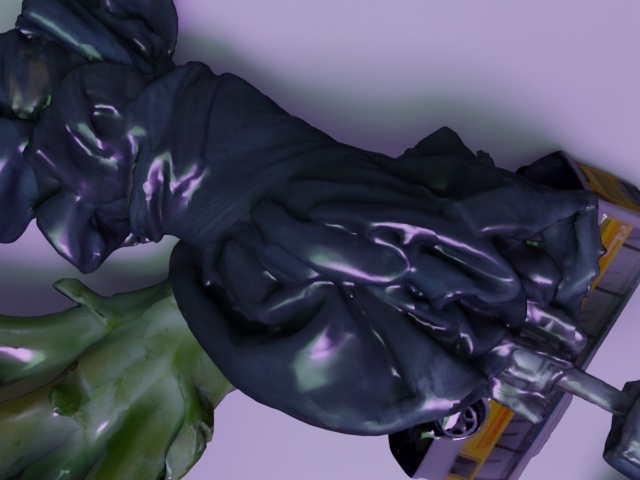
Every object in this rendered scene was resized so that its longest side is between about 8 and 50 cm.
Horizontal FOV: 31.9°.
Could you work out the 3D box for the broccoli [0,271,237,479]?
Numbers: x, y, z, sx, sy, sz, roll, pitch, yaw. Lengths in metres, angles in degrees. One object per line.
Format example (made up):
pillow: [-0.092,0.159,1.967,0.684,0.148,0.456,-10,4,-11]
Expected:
broccoli: [-0.158,0.096,0.516,0.269,0.254,0.269,1,88,-20]

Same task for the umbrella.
umbrella: [0.001,-0.002,0.465,0.349,0.094,0.143,30,91,10]

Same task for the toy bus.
toy bus: [0.096,0.044,0.539,0.072,0.057,0.172,18,115,-12]
